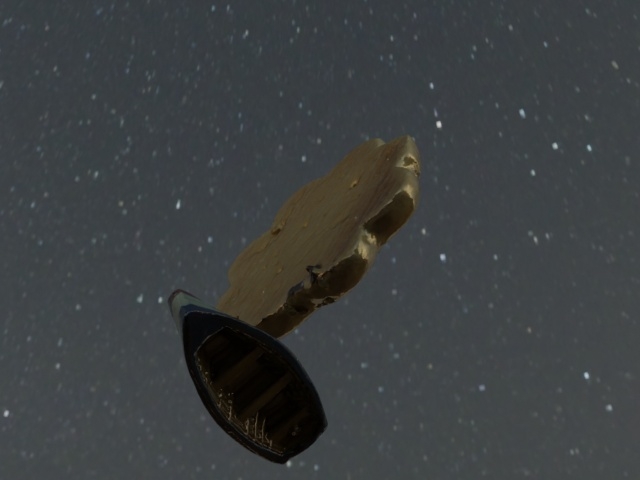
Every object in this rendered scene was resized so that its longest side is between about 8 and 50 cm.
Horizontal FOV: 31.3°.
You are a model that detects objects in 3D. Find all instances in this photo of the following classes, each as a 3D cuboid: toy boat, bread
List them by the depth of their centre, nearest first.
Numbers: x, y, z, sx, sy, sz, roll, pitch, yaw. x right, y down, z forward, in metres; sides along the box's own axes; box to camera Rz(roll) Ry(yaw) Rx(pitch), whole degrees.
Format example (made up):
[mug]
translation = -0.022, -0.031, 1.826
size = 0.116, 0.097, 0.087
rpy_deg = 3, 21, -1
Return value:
[toy boat]
translation = -0.060, 0.102, 0.877
size = 0.080, 0.046, 0.229
rpy_deg = -40, -41, -4
[bread]
translation = 0.000, 0.000, 1.275
size = 0.316, 0.316, 0.054
rpy_deg = -39, -71, 22
